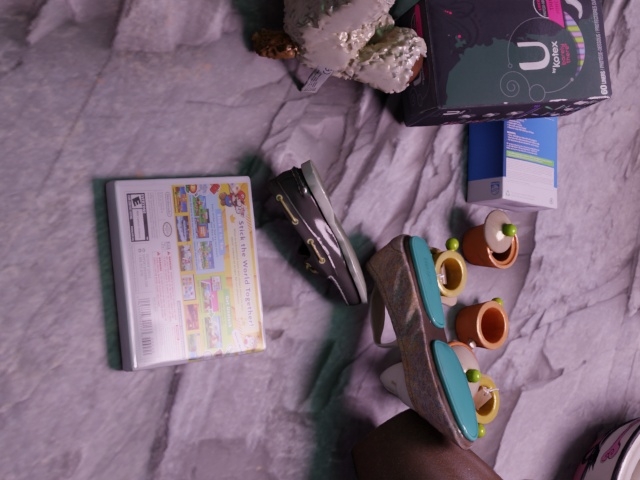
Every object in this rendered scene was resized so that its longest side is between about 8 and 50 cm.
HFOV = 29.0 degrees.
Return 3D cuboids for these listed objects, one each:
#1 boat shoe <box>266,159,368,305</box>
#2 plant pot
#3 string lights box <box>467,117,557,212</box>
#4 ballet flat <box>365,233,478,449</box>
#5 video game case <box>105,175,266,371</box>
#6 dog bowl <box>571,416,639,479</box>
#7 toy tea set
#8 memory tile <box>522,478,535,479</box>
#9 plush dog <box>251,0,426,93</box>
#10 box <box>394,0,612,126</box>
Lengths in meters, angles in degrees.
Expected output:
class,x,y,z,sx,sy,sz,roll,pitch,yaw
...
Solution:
class,x,y,z,sx,sy,sz,roll,pitch,yaw
boat shoe,0.000,0.000,1.638,0.069,0.081,0.228,-22,119,4
plant pot,0.148,0.345,1.640,0.215,0.215,0.230,-19,68,-41
string lights box,0.300,-0.181,1.913,0.133,0.077,0.259,9,80,-41
ballet flat,0.127,0.145,1.664,0.107,0.106,0.316,33,38,-52
video game case,-0.162,0.036,1.518,0.206,0.026,0.227,-5,88,-42
dog bowl,0.570,0.466,2.002,0.408,0.150,0.408,6,78,-30
toy tea set,0.226,0.111,1.787,0.200,0.124,0.336,17,75,-39
memory tile,0.338,0.411,1.853,0.113,0.148,0.012,-15,123,-42
plush dog,0.024,-0.342,1.647,0.262,0.210,0.225,61,31,-55
box,0.259,-0.261,1.773,0.270,0.143,0.165,-6,86,-16
